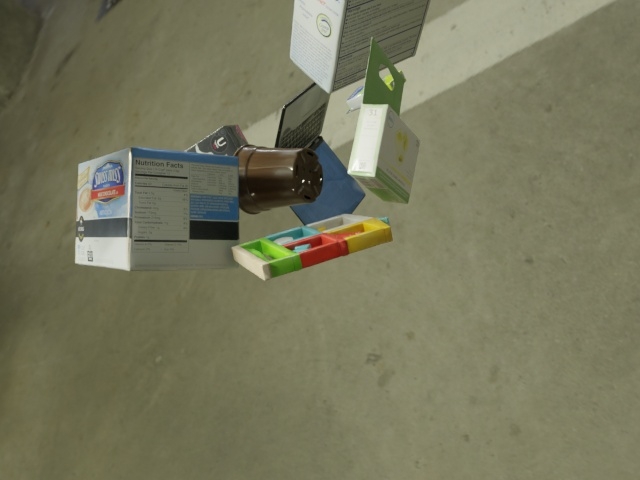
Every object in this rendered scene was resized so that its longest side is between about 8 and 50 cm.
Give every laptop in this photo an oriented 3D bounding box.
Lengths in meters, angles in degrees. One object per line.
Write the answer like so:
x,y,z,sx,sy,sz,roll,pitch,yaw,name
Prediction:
0.026,-0.267,2.017,0.382,0.236,0.408,-53,-17,-51,laptop

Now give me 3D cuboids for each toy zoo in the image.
0.000,0.000,1.190,0.192,0.293,0.030,-158,53,-66,toy zoo

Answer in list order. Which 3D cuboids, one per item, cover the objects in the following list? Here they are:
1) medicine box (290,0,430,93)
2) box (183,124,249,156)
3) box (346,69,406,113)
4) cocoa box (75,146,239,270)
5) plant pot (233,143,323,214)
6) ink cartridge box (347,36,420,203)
0.090,-0.497,1.337,0.263,0.289,0.149,-30,61,-27,medicine box
-0.386,-0.279,2.310,0.270,0.165,0.143,-29,3,18,box
0.158,-0.443,1.916,0.178,0.042,0.109,-14,27,37,box
-0.345,-0.058,1.330,0.347,0.231,0.228,1,90,54,cocoa box
-0.093,-0.144,1.474,0.165,0.167,0.167,0,65,31,plant pot
0.119,-0.196,1.081,0.056,0.171,0.235,8,82,28,ink cartridge box
